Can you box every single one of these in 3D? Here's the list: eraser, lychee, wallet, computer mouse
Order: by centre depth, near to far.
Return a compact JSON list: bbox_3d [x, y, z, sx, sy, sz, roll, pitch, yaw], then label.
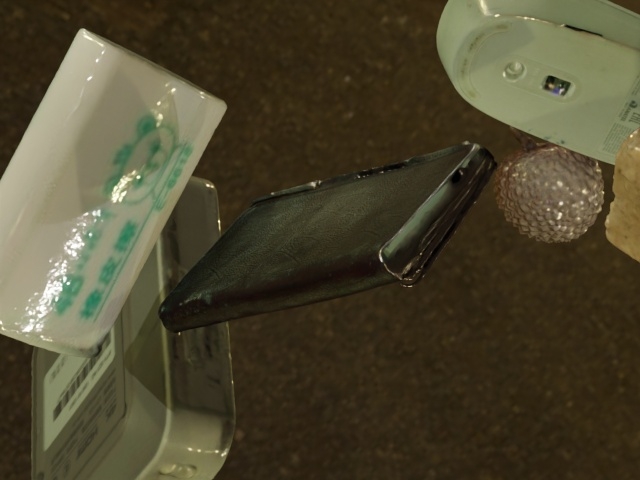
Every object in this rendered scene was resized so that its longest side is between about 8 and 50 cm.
[{"bbox_3d":[0.000,0.000,1.174,0.045,0.318,0.172,53,53,-19],"label":"wallet"},{"bbox_3d":[0.252,-0.168,1.345,0.288,0.159,0.097,19,47,0],"label":"computer mouse"},{"bbox_3d":[-0.222,-0.040,1.348,0.104,0.290,0.189,30,4,37],"label":"eraser"},{"bbox_3d":[0.343,-0.089,2.122,0.165,0.165,0.197,-32,106,-50],"label":"lychee"}]

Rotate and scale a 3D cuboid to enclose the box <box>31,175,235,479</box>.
[{"bbox_3d":[-0.230,0.165,1.615,0.111,0.396,0.396,14,46,-26],"label":"box"}]

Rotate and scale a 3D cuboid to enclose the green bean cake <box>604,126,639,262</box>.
[{"bbox_3d":[0.312,-0.016,1.076,0.085,0.109,0.179,-30,49,-30],"label":"green bean cake"}]
